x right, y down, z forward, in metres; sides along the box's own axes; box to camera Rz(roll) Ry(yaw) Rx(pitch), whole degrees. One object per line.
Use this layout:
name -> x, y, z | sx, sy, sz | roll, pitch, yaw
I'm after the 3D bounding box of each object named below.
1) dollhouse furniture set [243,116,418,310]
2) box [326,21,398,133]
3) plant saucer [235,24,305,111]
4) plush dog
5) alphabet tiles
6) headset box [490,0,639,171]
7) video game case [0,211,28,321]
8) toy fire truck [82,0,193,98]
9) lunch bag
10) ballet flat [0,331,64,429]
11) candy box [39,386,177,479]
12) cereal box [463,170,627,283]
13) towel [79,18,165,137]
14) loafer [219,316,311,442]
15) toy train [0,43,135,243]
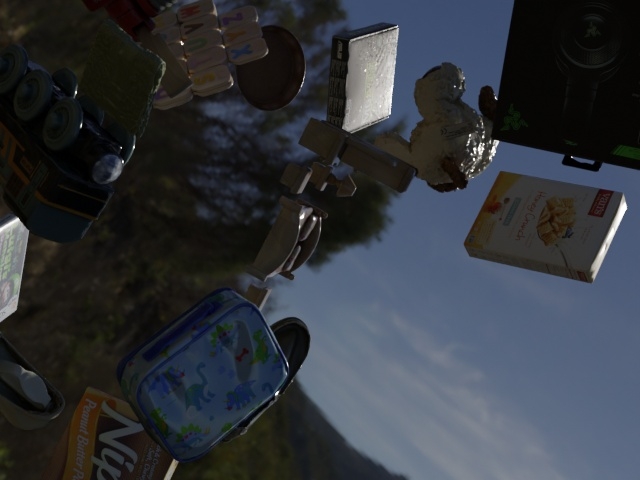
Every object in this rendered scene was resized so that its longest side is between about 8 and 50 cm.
dollhouse furniture set -> 0.000, 0.000, 1.912 | 0.174, 0.355, 0.303 | 28, 6, 6
box -> 0.079, -0.308, 2.228 | 0.045, 0.184, 0.191 | 17, -65, 27
plant saucer -> -0.104, -0.338, 2.298 | 0.029, 0.168, 0.168 | 15, -31, 51
plush dog -> 0.254, -0.179, 2.195 | 0.210, 0.262, 0.225 | 47, 28, 24
alphabet tiles -> -0.234, -0.327, 2.023 | 0.284, 0.278, 0.021 | -106, 177, -48
headset box -> 0.382, -0.237, 1.590 | 0.246, 0.283, 0.131 | 17, 17, 28
video game case -> -0.516, 0.054, 1.863 | 0.022, 0.190, 0.173 | 16, 20, 7
toy fire truck -> -0.238, -0.367, 1.770 | 0.246, 0.217, 0.158 | 57, 18, -26
lunch bag -> -0.162, 0.181, 1.622 | 0.090, 0.219, 0.176 | 27, -30, 51
ballet flat -> -0.431, 0.156, 1.544 | 0.248, 0.086, 0.086 | 51, -12, -26
candy box -> -0.361, 0.418, 1.886 | 0.183, 0.316, 0.087 | 23, -24, 4
cereal box -> 0.394, -0.027, 2.058 | 0.240, 0.173, 0.047 | 12, -29, 34
towel -> -0.256, -0.209, 1.510 | 0.110, 0.027, 0.148 | 39, -39, 7
loafer -> -0.088, 0.230, 1.926 | 0.094, 0.251, 0.087 | 44, -26, -17
toy train -> -0.401, -0.143, 1.673 | 0.142, 0.190, 0.334 | 23, 14, -50
